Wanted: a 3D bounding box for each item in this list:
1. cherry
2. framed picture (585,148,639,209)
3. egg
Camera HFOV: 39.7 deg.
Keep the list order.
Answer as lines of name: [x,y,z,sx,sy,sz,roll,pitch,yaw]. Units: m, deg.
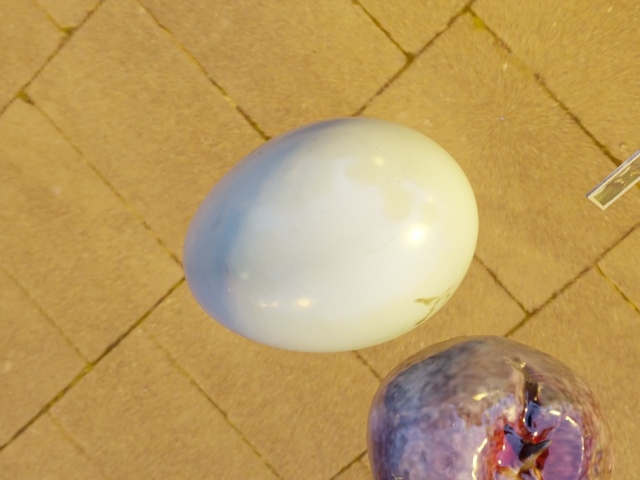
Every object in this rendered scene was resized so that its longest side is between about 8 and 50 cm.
cherry: [0.128,0.160,0.704,0.195,0.195,0.195,2,98,11]
framed picture: [0.392,-0.078,1.159,0.089,0.066,0.006,-43,57,17]
egg: [0.000,0.000,0.713,0.264,0.183,0.182,-16,94,34]
